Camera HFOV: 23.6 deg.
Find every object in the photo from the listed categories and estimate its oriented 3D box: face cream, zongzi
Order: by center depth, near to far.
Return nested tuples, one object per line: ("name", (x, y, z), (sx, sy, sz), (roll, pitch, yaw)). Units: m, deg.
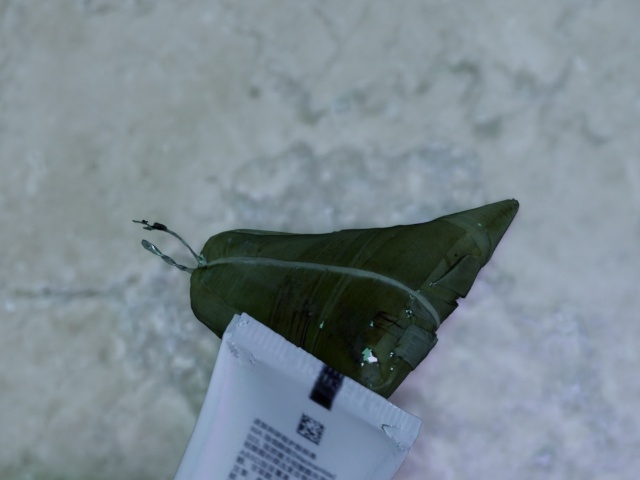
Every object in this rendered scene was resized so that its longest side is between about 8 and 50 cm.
("face cream", (-0.044, 0.147, 0.578), (0.092, 0.058, 0.244), (32, 62, -8))
("zongzi", (0.000, 0.000, 0.732), (0.154, 0.062, 0.130), (26, 66, 25))
